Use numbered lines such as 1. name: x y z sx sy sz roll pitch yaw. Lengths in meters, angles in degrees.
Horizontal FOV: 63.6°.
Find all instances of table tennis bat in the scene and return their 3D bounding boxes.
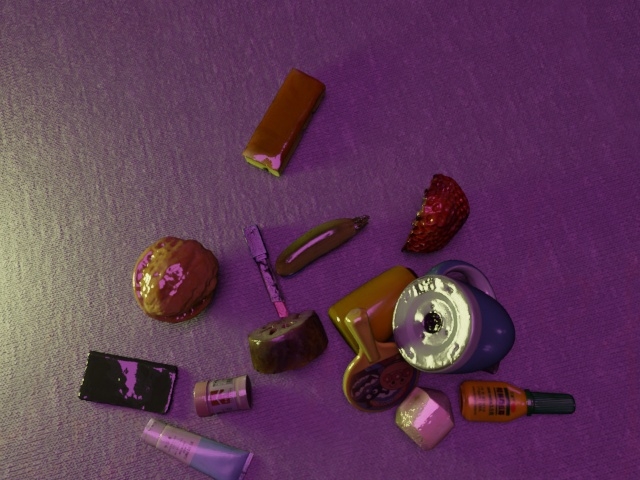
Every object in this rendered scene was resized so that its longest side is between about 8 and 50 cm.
1. table tennis bat: 0.150 0.329 1.396 0.224 0.368 0.054 -24 29 -5

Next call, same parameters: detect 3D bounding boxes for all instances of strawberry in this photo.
1. strawberry: 0.357 -0.080 1.510 0.150 0.280 0.253 24 68 7

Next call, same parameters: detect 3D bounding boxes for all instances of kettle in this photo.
1. kettle: 0.396 0.203 1.407 0.247 0.342 0.319 -19 65 44

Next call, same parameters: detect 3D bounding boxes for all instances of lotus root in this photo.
1. lotus root: -0.094 0.298 1.493 0.235 0.138 0.118 -20 104 -8

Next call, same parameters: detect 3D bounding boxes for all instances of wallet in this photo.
1. wallet: -0.574 0.425 1.544 0.286 0.030 0.146 8 72 5

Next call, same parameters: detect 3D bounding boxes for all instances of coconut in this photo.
1. coconut: 0.293 0.480 1.415 0.147 0.147 0.153 43 83 14

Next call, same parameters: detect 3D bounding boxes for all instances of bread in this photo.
1. bread: -0.115 -0.398 1.727 0.138 0.077 0.361 25 77 11

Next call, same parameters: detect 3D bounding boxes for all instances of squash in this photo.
1. squash: 0.000 0.000 1.600 0.341 0.094 0.094 -32 74 -3

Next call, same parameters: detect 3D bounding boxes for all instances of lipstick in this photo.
1. lipstick: -0.167 0.101 1.601 0.051 0.051 0.312 -21 75 -4

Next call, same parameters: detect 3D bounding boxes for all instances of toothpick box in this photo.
1. toothpick box: 0.174 0.194 1.489 0.271 0.175 0.175 -35 75 -9
2. toothpick box: -0.277 0.447 1.481 0.149 0.098 0.098 -9 73 0

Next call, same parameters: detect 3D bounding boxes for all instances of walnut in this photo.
1. walnut: -0.428 0.116 1.520 0.257 0.224 0.256 4 80 -25

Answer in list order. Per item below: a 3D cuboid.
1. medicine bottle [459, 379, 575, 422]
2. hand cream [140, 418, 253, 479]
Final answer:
1. medicine bottle: 0.546 0.451 1.439 0.309 0.076 0.111 1 75 3
2. hand cream: -0.352 0.598 1.471 0.312 0.070 0.111 24 75 2
